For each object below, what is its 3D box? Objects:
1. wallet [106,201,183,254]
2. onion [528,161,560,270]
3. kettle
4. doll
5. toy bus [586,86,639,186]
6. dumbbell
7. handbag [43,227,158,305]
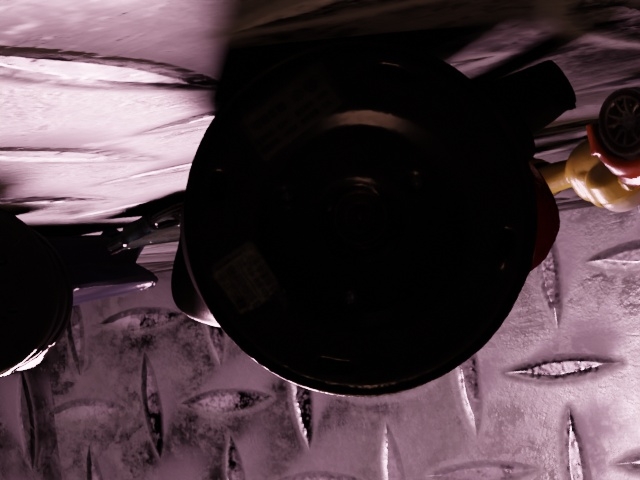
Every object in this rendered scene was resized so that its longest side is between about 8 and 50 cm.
[{"bbox_3d":[-0.155,-0.026,1.764,0.172,0.045,0.318,-9,178,-26],"label":"wallet"},{"bbox_3d":[0.178,-0.052,1.511,0.173,0.135,0.198,6,135,-12],"label":"onion"},{"bbox_3d":[0.016,-0.038,0.940,0.203,0.262,0.308,28,175,-7],"label":"kettle"},{"bbox_3d":[0.285,-0.072,1.614,0.291,0.086,0.117,-13,-146,48],"label":"doll"},{"bbox_3d":[0.369,-0.072,1.073,0.143,0.153,0.329,-7,178,-41],"label":"toy bus"},{"bbox_3d":[-0.363,0.059,1.496,0.185,0.185,0.388,-7,177,-6],"label":"dumbbell"},{"bbox_3d":[-0.419,0.051,1.952,0.269,0.118,0.326,-17,172,30],"label":"handbag"}]
